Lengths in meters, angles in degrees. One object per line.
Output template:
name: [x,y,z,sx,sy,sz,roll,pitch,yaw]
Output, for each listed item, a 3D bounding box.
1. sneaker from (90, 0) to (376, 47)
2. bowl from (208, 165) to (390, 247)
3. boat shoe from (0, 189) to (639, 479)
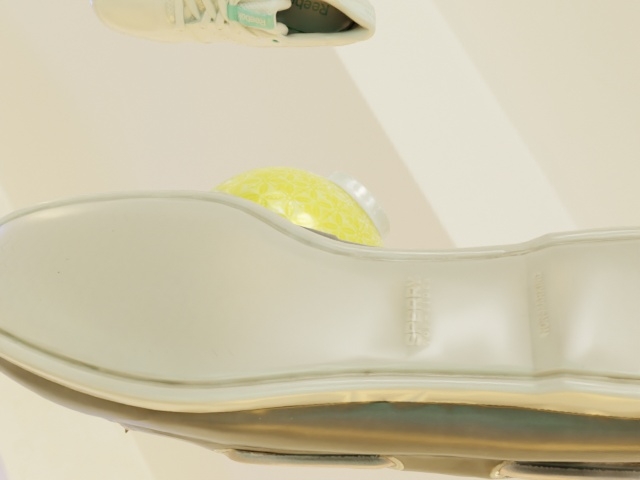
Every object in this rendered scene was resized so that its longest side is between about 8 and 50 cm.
sneaker: [-0.061,-0.174,0.663,0.094,0.212,0.080,-112,-157,-58]
bowl: [0.000,0.000,1.199,0.289,0.156,0.289,42,-18,17]
boat shoe: [0.011,0.050,0.366,0.335,0.112,0.095,3,-44,13]
